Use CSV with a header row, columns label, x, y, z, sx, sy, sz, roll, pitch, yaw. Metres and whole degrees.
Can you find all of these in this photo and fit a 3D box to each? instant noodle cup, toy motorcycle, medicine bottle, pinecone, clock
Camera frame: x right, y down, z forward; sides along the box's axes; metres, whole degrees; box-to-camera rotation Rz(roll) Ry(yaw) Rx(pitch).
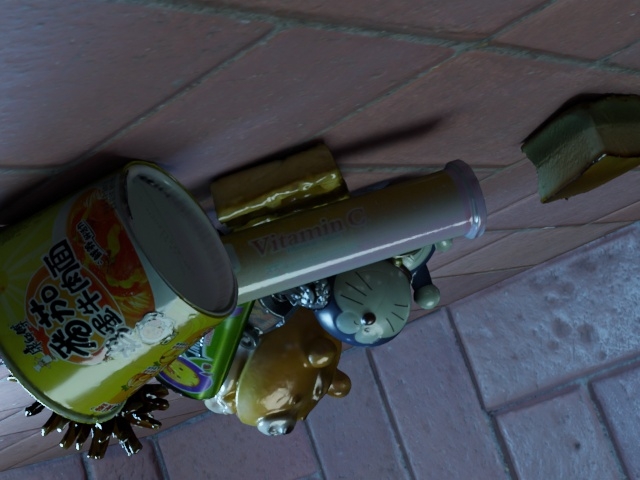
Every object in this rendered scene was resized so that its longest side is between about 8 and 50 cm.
label,x,y,z,sx,sy,sz,roll,pitch,yaw
instant noodle cup,-0.228,0.048,1.431,0.200,0.264,0.264,-31,166,18
toy motorcycle,-0.111,0.065,1.929,0.307,0.173,0.108,-24,-162,48
medicine bottle,0.000,0.000,1.648,0.426,0.108,0.108,-16,168,-14
pinecone,-0.359,0.231,2.050,0.264,0.264,0.264,-19,169,-4
clock,0.092,0.050,1.954,0.243,0.199,0.146,-56,-170,-11

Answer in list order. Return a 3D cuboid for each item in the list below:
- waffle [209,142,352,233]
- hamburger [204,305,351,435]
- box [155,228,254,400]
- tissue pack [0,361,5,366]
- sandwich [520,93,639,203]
label,x,y,z,sx,sy,sz,roll,pitch,yaw
waffle,-0.047,-0.055,1.700,0.168,0.057,0.274,-21,169,3
hamburger,-0.077,0.204,2.203,0.276,0.237,0.276,-45,153,-31
box,-0.174,0.114,1.839,0.097,0.134,0.345,-57,176,-32
tissue pack,-0.499,0.207,2.273,0.123,0.026,0.193,-19,169,-5
sandwich,0.389,-0.134,1.931,0.186,0.108,0.220,-28,168,35
